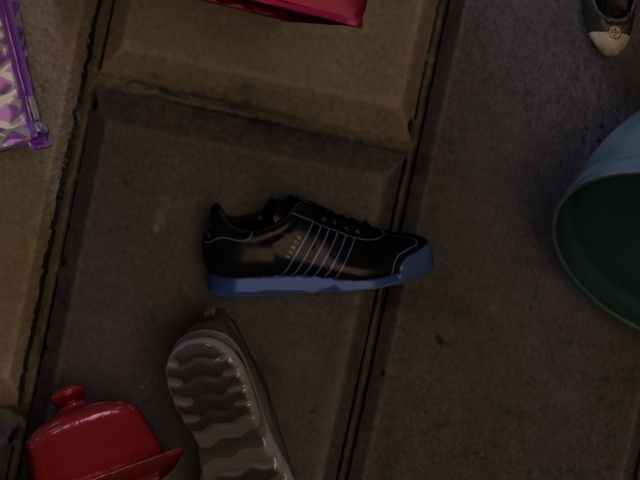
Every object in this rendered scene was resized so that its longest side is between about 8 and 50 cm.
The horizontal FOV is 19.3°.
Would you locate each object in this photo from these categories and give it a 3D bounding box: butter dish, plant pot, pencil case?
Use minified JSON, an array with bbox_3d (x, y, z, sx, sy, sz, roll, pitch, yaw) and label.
[{"bbox_3d":[-0.222,0.194,1.782,0.160,0.160,0.118,-20,79,-12],"label":"butter dish"},{"bbox_3d":[0.402,-0.043,1.871,0.293,0.293,0.196,38,60,-17],"label":"plant pot"},{"bbox_3d":[-0.304,-0.175,1.717,0.086,0.088,0.206,-29,113,-45],"label":"pencil case"}]

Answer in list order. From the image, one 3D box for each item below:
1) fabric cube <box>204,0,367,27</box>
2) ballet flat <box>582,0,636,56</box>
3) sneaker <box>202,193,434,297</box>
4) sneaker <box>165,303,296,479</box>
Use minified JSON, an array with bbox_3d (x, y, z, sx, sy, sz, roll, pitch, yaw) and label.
[{"bbox_3d":[-0.081,-0.345,1.682,0.259,0.254,0.258,12,93,-18],"label":"fabric cube"},{"bbox_3d":[0.301,-0.274,1.910,0.057,0.049,0.173,3,96,-16],"label":"ballet flat"},{"bbox_3d":[0.000,0.000,1.841,0.232,0.081,0.090,-5,106,-14],"label":"sneaker"},{"bbox_3d":[-0.072,0.191,1.835,0.105,0.115,0.281,-4,119,11],"label":"sneaker"}]
